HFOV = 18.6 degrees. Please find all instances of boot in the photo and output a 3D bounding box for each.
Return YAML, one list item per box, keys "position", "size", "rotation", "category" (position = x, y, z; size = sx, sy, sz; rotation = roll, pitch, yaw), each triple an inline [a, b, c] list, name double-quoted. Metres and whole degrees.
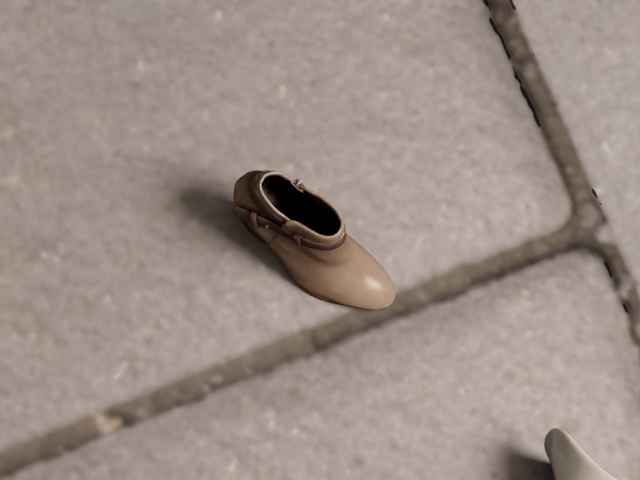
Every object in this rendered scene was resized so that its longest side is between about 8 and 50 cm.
- position: [0.000, 0.000, 1.131]
  size: [0.118, 0.087, 0.042]
  rotation: [29, 75, -5]
  category: "boot"

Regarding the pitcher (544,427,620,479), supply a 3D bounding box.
- position: [0.149, 0.227, 1.083]
  size: [0.207, 0.178, 0.125]
  rotation: [-57, 135, -17]
  category: "pitcher"
